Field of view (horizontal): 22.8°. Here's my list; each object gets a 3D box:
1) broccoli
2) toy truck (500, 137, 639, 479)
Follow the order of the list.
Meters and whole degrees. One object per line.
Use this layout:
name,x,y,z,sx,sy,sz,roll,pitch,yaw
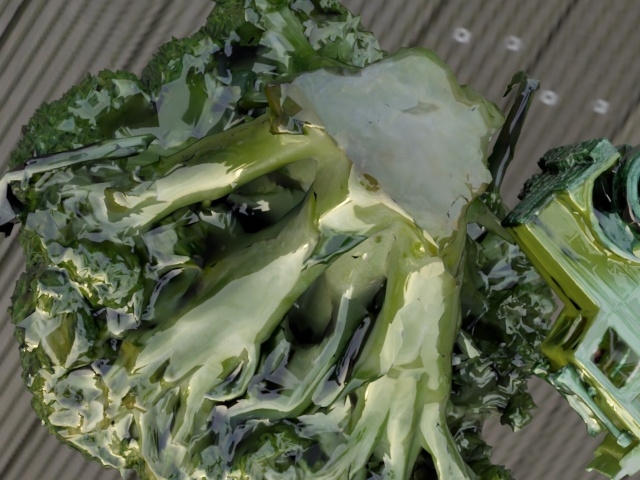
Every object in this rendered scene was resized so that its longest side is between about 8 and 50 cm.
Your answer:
broccoli,0.000,0.000,0.827,0.321,0.283,0.304,38,59,-4
toy truck,0.177,0.072,0.750,0.135,0.128,0.259,-37,93,-5
